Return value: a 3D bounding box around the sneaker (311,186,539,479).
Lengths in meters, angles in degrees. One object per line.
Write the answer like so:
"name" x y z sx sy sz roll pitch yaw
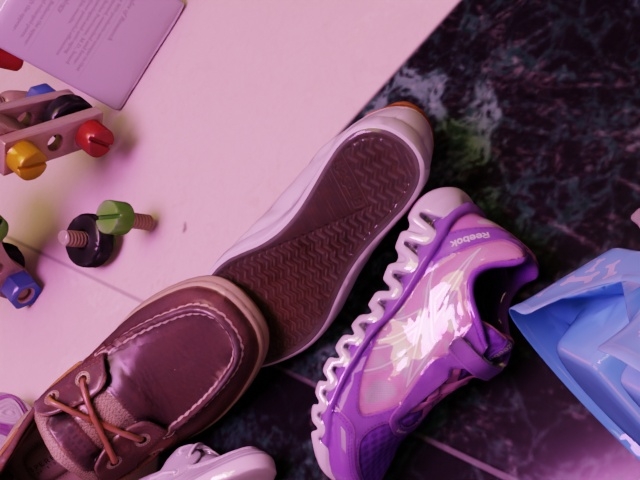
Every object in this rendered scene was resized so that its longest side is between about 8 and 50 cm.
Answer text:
"sneaker" 0.081 0.080 0.692 0.105 0.095 0.236 25 87 35

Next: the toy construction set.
"toy construction set" -0.380 -0.087 0.995 0.257 0.237 0.308 -36 68 28

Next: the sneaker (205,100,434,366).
"sneaker" 0.000 0.000 0.806 0.290 0.106 0.123 -45 5 30

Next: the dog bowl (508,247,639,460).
"dog bowl" 0.200 0.081 0.491 0.074 0.166 0.297 -42 6 -1

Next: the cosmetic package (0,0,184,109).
"cosmetic package" -0.290 -0.270 1.079 0.151 0.184 0.151 38 98 42

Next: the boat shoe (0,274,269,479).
"boat shoe" -0.184 0.156 0.814 0.342 0.123 0.123 -34 8 27

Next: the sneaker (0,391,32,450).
"sneaker" -0.375 0.296 0.944 0.152 0.114 0.305 -35 34 54

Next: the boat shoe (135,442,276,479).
"boat shoe" -0.113 0.207 0.813 0.184 0.066 0.063 -37 52 33

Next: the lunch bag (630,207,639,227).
"lunch bag" 0.349 0.003 0.453 0.235 0.169 0.287 -50 44 10
